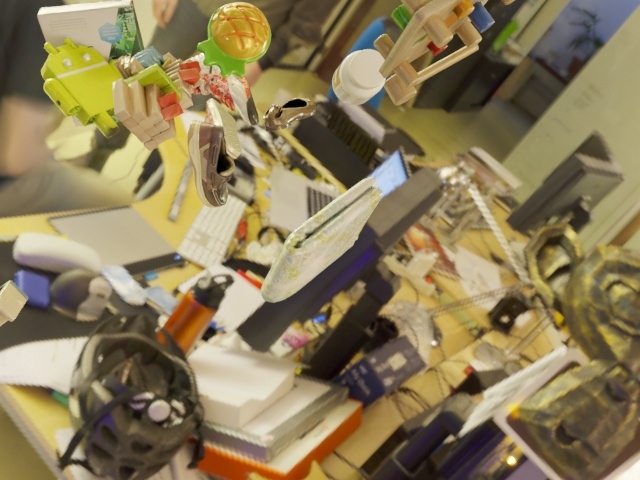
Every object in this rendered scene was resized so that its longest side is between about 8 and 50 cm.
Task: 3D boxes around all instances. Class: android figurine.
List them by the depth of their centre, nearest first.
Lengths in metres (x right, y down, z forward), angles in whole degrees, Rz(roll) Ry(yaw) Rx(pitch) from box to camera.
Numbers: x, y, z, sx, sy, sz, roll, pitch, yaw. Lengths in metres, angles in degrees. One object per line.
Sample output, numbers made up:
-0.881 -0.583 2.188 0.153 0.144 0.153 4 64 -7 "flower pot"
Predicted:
-0.559 -0.378 1.794 0.273 0.056 0.248 52 40 1 "android figurine"

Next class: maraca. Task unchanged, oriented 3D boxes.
-0.170 -0.403 1.478 0.127 0.099 0.185 31 61 -8 "maraca"

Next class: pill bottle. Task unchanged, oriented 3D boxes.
0.113 -0.461 2.074 0.131 0.131 0.229 34 -3 -8 "pill bottle"

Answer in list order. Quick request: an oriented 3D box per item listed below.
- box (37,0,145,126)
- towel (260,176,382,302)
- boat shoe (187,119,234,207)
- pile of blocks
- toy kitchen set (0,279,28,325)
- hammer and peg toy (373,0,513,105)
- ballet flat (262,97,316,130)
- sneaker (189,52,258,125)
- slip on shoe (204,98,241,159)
-0.565 -0.453 1.912 0.232 0.322 0.058 -6 42 1 "box"
0.000 0.000 2.094 0.090 0.320 0.374 44 58 12 "towel"
-0.258 -0.179 1.822 0.092 0.285 0.103 7 52 10 "boat shoe"
-0.295 -0.311 1.402 0.149 0.113 0.362 60 13 -28 "pile of blocks"
-0.582 0.065 1.128 0.207 0.166 0.122 51 10 -24 "toy kitchen set"
0.243 -0.440 1.544 0.127 0.266 0.361 54 -17 4 "hammer and peg toy"
-0.075 -0.318 1.788 0.084 0.058 0.250 -2 20 23 "ballet flat"
-0.256 -0.384 1.900 0.090 0.145 0.270 77 -7 -63 "sneaker"
-0.312 -0.327 2.217 0.123 0.101 0.331 43 18 -35 "slip on shoe"
